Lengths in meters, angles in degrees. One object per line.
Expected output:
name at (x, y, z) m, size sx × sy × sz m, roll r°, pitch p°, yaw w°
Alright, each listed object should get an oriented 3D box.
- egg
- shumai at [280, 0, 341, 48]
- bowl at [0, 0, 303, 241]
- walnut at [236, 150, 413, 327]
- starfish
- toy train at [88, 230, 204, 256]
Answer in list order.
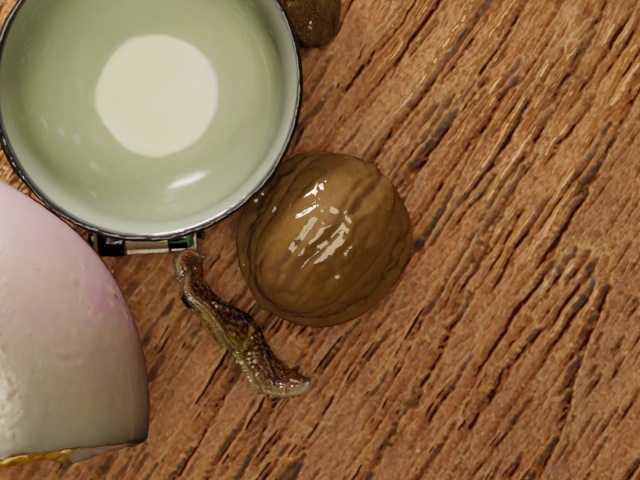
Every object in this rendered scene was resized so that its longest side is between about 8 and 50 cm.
egg at (-0.382, 0.091, 1.807) m, size 0.355 × 0.354 × 0.339 m, roll -9°, pitch 82°, yaw -1°
shumai at (-0.047, -0.298, 1.937) m, size 0.105 × 0.139 × 0.123 m, roll 8°, pitch 58°, yaw 29°
bowl at (-0.194, -0.173, 1.881) m, size 0.354 × 0.185 × 0.353 m, roll 0°, pitch 89°, yaw 0°
walnut at (0.000, 0.000, 1.880) m, size 0.213 × 0.213 × 0.213 m, roll 0°, pitch 90°, yaw -1°
starfish at (-0.093, 0.112, 1.903) m, size 0.071 × 0.216 × 0.238 m, roll -43°, pitch 128°, yaw 9°
toy train at (-0.210, -0.006, 1.933) m, size 0.138 × 0.087 × 0.050 m, roll -3°, pitch 93°, yaw 0°
